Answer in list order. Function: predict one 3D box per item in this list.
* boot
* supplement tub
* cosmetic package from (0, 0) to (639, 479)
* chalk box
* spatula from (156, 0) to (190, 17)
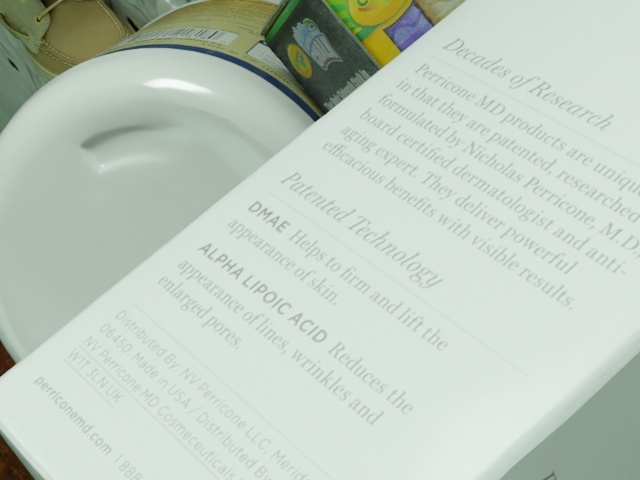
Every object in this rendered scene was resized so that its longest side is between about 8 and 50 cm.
[{"bbox_3d":[-0.285,-0.271,1.567,0.262,0.095,0.203,43,164,41],"label":"boot"},{"bbox_3d":[-0.064,-0.033,1.030,0.228,0.228,0.316,51,-161,-7],"label":"supplement tub"},{"bbox_3d":[0.114,0.026,0.538,0.156,0.385,0.217,34,157,43],"label":"cosmetic package"},{"bbox_3d":[0.063,-0.115,0.843,0.213,0.132,0.132,51,167,-4],"label":"chalk box"},{"bbox_3d":[-0.055,-0.168,1.237,0.168,0.019,0.242,36,158,10],"label":"spatula"}]
